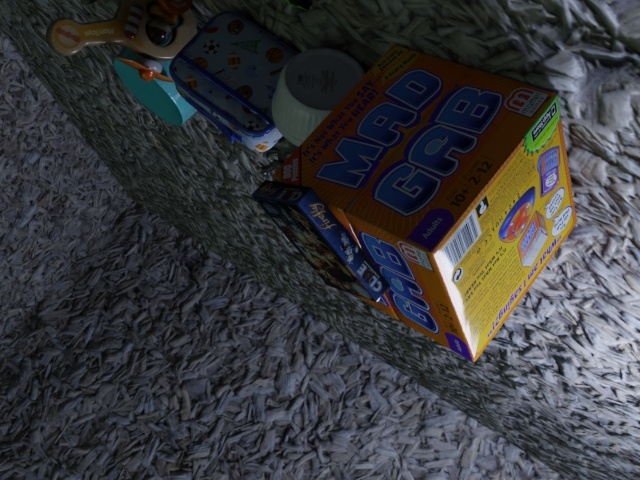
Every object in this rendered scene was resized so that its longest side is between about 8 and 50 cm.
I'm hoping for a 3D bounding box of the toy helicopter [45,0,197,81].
[{"bbox_3d":[-0.453,-0.471,1.866,0.140,0.355,0.235,12,114,57],"label":"toy helicopter"}]

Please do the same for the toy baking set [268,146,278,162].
[{"bbox_3d":[-0.081,-0.244,2.147,0.196,0.030,0.256,9,149,34],"label":"toy baking set"}]

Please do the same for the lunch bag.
[{"bbox_3d":[-0.170,-0.347,1.780,0.303,0.243,0.115,37,163,13],"label":"lunch bag"}]

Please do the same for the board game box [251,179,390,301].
[{"bbox_3d":[0.000,0.000,1.405,0.243,0.042,0.165,50,162,-27],"label":"board game box"}]

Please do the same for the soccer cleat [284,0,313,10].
[{"bbox_3d":[-0.040,-0.488,1.481,0.072,0.060,0.179,29,168,6],"label":"soccer cleat"}]

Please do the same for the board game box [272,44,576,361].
[{"bbox_3d":[0.206,-0.072,1.469,0.356,0.356,0.356,27,159,37],"label":"board game box"}]

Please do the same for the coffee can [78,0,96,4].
[{"bbox_3d":[-0.587,-0.708,1.834,0.275,0.201,0.201,42,163,-6],"label":"coffee can"}]

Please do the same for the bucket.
[{"bbox_3d":[-0.393,-0.448,2.107,0.281,0.183,0.281,36,163,13],"label":"bucket"}]

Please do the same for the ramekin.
[{"bbox_3d":[0.005,-0.292,1.627,0.207,0.207,0.109,36,154,14],"label":"ramekin"}]

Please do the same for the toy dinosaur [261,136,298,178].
[{"bbox_3d":[-0.070,-0.230,1.961,0.160,0.121,0.314,-1,130,8],"label":"toy dinosaur"}]
